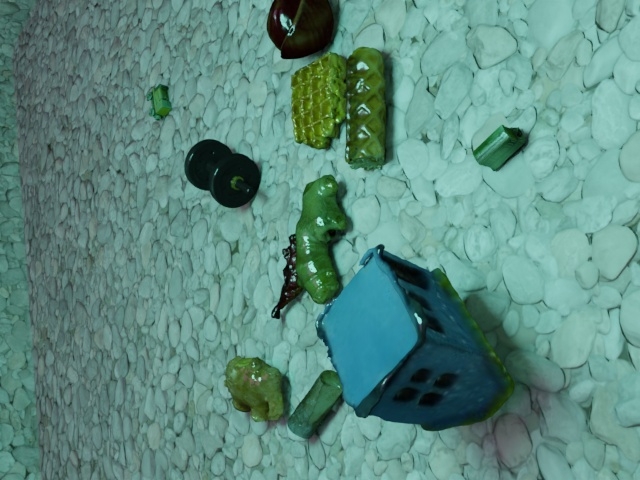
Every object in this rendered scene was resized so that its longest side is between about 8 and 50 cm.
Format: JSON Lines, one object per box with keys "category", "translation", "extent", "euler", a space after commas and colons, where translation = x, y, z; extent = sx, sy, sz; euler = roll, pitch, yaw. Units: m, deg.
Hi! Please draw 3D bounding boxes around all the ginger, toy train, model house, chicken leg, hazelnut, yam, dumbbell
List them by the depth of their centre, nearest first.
{"category": "model house", "translation": [0.176, 0.181, 1.247], "extent": [0.215, 0.303, 0.237], "euler": [-52, 37, 22]}
{"category": "toy train", "translation": [0.316, -0.164, 1.310], "extent": [0.093, 0.056, 0.038], "euler": [-45, 53, 37]}
{"category": "yam", "translation": [-0.009, 0.362, 1.616], "extent": [0.169, 0.068, 0.068], "euler": [-58, 45, 28]}
{"category": "ginger", "translation": [-0.001, -0.005, 1.651], "extent": [0.137, 0.089, 0.290], "euler": [9, 87, 32]}
{"category": "chicken leg", "translation": [-0.068, 0.084, 1.745], "extent": [0.089, 0.048, 0.219], "euler": [12, 93, 54]}
{"category": "hazelnut", "translation": [-0.059, -0.525, 1.747], "extent": [0.202, 0.160, 0.170], "euler": [55, 126, 33]}
{"category": "ginger", "translation": [-0.164, 0.350, 1.780], "extent": [0.216, 0.102, 0.157], "euler": [-1, 107, 48]}
{"category": "dumbbell", "translation": [-0.261, -0.179, 1.948], "extent": [0.325, 0.143, 0.143], "euler": [32, 109, 48]}
{"category": "toy train", "translation": [-0.523, -0.449, 2.388], "extent": [0.081, 0.050, 0.122], "euler": [-33, 59, 38]}

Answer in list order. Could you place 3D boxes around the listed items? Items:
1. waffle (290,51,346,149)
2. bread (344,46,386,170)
{"category": "waffle", "translation": [-0.002, -0.313, 1.723], "extent": [0.160, 0.055, 0.211], "euler": [-19, 69, 49]}
{"category": "bread", "translation": [0.097, -0.285, 1.576], "extent": [0.087, 0.098, 0.269], "euler": [-1, 80, 8]}
